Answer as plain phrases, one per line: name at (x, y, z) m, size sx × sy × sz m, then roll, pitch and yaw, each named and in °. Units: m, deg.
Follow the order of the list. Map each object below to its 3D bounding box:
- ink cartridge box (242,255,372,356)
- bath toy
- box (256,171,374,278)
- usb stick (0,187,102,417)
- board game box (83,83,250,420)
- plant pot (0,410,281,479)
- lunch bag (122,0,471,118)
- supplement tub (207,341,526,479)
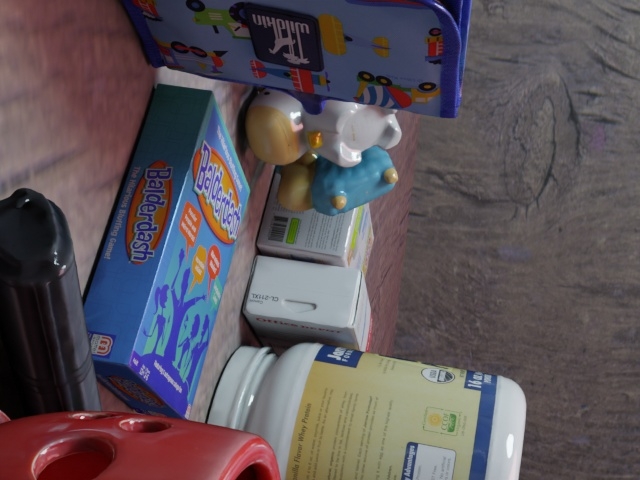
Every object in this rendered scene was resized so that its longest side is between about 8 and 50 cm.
ink cartridge box at (-0.009, 0.088, 1.069) m, size 0.175 × 0.127 × 0.072 m, roll 75°, pitch 25°, yaw -66°
bath toy at (-0.010, -0.184, 0.854) m, size 0.348 × 0.151 × 0.129 m, roll 85°, pitch -21°, yaw -45°
box at (0.000, 0.000, 1.109) m, size 0.203 × 0.103 × 0.114 m, roll 74°, pitch 27°, yaw -66°
usb stick at (-0.147, 0.099, 0.521) m, size 0.077 × 0.045 × 0.278 m, roll 48°, pitch -33°, yaw 44°
board game box at (-0.111, 0.014, 0.684) m, size 0.160 × 0.047 × 0.210 m, roll 75°, pitch 26°, yaw -66°
plant pot at (-0.123, 0.165, 0.404) m, size 0.191 × 0.174 × 0.191 m, roll 10°, pitch 90°, yaw -80°
lunch bag at (-0.018, -0.186, 0.539) m, size 0.293 × 0.221 × 0.138 m, roll 82°, pitch 21°, yaw -57°
supplement tub at (0.049, 0.235, 0.984) m, size 0.228 × 0.316 × 0.228 m, roll 9°, pitch 90°, yaw -80°
